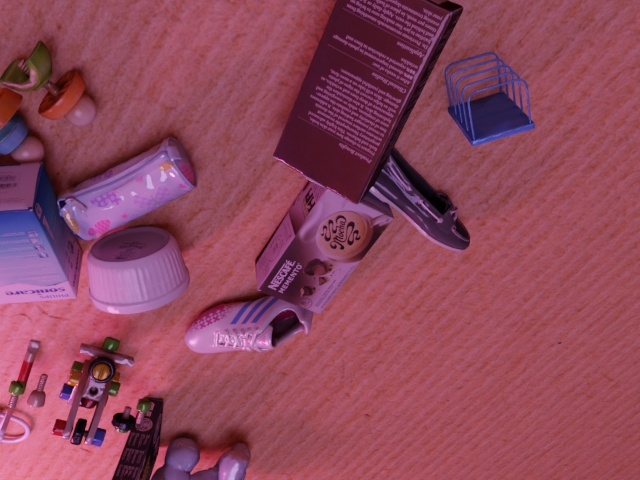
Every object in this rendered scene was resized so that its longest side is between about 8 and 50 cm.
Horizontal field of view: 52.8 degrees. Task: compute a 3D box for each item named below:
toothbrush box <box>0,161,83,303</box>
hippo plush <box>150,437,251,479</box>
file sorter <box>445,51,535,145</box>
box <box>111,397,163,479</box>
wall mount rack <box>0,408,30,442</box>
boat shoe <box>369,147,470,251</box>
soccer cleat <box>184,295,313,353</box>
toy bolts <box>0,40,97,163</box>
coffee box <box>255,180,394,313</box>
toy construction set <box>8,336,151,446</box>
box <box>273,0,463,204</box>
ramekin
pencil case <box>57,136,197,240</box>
[{"bbox_3d":[-0.618,-0.004,1.269,0.216,0.126,0.295,-4,142,-4],"label":"toothbrush box"},{"bbox_3d":[-0.345,0.681,1.791,0.236,0.294,0.234,18,155,3],"label":"hippo plush"},{"bbox_3d":[0.314,-0.273,1.223,0.118,0.170,0.104,-16,123,4],"label":"file sorter"},{"bbox_3d":[-0.472,0.579,1.658,0.060,0.270,0.216,12,123,-4],"label":"box"},{"bbox_3d":[-0.945,0.515,1.636,0.350,0.130,0.304,25,118,-22],"label":"wall mount rack"},{"bbox_3d":[0.221,-0.088,1.378,0.335,0.112,0.095,33,120,-23],"label":"boat shoe"},{"bbox_3d":[-0.172,0.208,1.514,0.331,0.143,0.116,-21,125,8],"label":"soccer cleat"},{"bbox_3d":[-0.530,-0.203,1.154,0.228,0.218,0.158,-20,134,29],"label":"toy bolts"},{"bbox_3d":[0.000,0.000,1.404,0.168,0.119,0.297,24,119,-24],"label":"coffee box"},{"bbox_3d":[-0.567,0.312,1.526,0.309,0.257,0.237,19,96,6],"label":"toy construction set"},{"bbox_3d":[0.081,-0.279,1.166,0.191,0.143,0.381,31,119,7],"label":"box"},{"bbox_3d":[-0.383,0.053,1.344,0.207,0.207,0.109,-6,117,-4],"label":"ramekin"},{"bbox_3d":[-0.382,-0.104,1.281,0.273,0.113,0.124,-24,147,8],"label":"pencil case"}]
